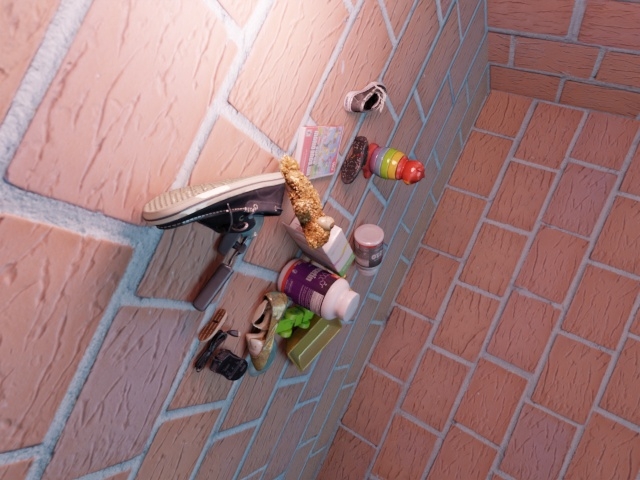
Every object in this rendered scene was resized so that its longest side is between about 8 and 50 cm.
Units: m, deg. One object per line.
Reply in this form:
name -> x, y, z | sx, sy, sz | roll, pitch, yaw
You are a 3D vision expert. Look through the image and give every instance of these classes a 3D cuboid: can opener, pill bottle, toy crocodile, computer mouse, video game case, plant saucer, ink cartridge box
can opener -> -0.326, 0.085, 1.313 | 0.283, 0.095, 0.076 | -55, -168, -11
pill bottle -> -0.007, 0.209, 1.717 | 0.181, 0.323, 0.181 | -45, 147, -39
toy crocodile -> -0.127, 0.348, 1.886 | 0.341, 0.105, 0.115 | -11, 122, -55
computer mouse -> -0.349, 0.420, 1.552 | 0.184, 0.060, 0.262 | -58, 142, -8
video game case -> -0.008, -0.339, 1.597 | 0.285, 0.025, 0.203 | -25, 133, -55
plant saucer -> -0.247, 0.534, 1.867 | 0.195, 0.038, 0.194 | -43, 145, -39
pill bottle -> 0.270, 0.059, 2.318 | 0.161, 0.162, 0.283 | -49, 149, -33
plant saucer -> -0.235, -0.061, 1.397 | 0.119, 0.021, 0.119 | -43, 145, -40
plant saucer -> -0.042, 0.486, 2.116 | 0.333, 0.081, 0.332 | -45, 151, -17
ink cartridge box -> 0.000, 0.000, 1.685 | 0.119, 0.207, 0.353 | -55, 153, -12

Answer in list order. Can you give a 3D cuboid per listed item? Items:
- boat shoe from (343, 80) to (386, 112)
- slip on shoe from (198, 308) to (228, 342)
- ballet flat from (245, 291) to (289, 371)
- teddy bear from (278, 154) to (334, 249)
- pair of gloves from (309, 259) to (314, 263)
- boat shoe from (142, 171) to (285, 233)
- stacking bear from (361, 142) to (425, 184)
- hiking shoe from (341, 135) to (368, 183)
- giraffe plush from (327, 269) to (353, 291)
boat shoe -> 0.219, -0.592, 1.725 | 0.306, 0.105, 0.113 | -32, 138, -50
slip on shoe -> -0.365, 0.297, 1.423 | 0.135, 0.052, 0.041 | -59, 152, -34
ballet flat -> -0.237, 0.364, 1.675 | 0.123, 0.123, 0.348 | 6, 106, -64
teddy bear -> -0.046, -0.139, 1.410 | 0.113, 0.337, 0.245 | -23, 166, 3
pair of gloves -> -0.028, 0.067, 1.922 | 0.074, 0.010, 0.083 | -31, 135, -49
boat shoe -> -0.254, -0.089, 1.137 | 0.500, 0.187, 0.155 | -28, 115, -60
stacking bear -> 0.356, -0.353, 1.981 | 0.164, 0.289, 0.175 | -63, 155, -6
hiking shoe -> 0.169, -0.347, 1.862 | 0.114, 0.086, 0.226 | 29, 84, -61
giraffe plush -> 0.083, 0.240, 2.155 | 0.170, 0.182, 0.210 | 43, 38, -74
